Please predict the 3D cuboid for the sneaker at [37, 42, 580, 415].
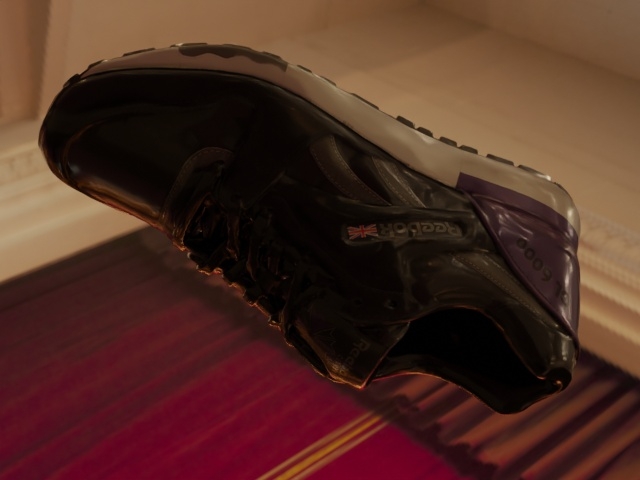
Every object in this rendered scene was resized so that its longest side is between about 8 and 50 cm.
[{"bbox_3d":[0.000,0.000,0.547,0.283,0.124,0.107,16,-43,-10],"label":"sneaker"}]
